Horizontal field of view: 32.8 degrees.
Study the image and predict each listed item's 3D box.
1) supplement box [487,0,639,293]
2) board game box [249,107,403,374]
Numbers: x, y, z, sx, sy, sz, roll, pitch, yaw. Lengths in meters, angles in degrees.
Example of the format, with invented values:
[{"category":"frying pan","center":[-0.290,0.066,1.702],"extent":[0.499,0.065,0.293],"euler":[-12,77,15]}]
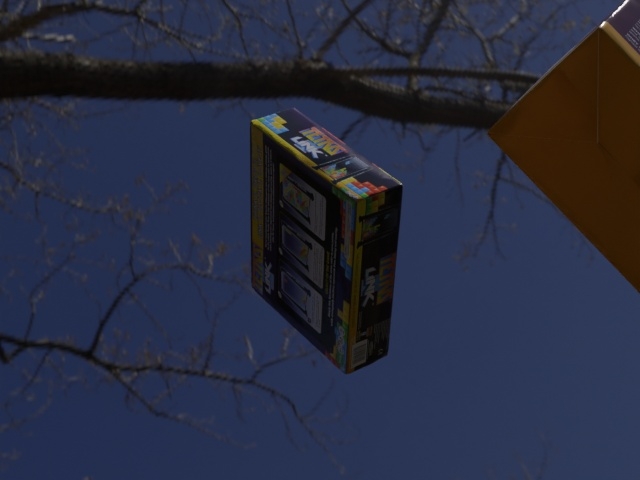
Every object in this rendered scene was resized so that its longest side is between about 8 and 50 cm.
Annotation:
[{"category":"supplement box","center":[0.276,-0.092,0.904],"extent":[0.191,0.194,0.129],"euler":[46,-52,1]},{"category":"board game box","center":[0.000,0.000,0.872],"extent":[0.048,0.141,0.170],"euler":[-21,-47,-29]}]
